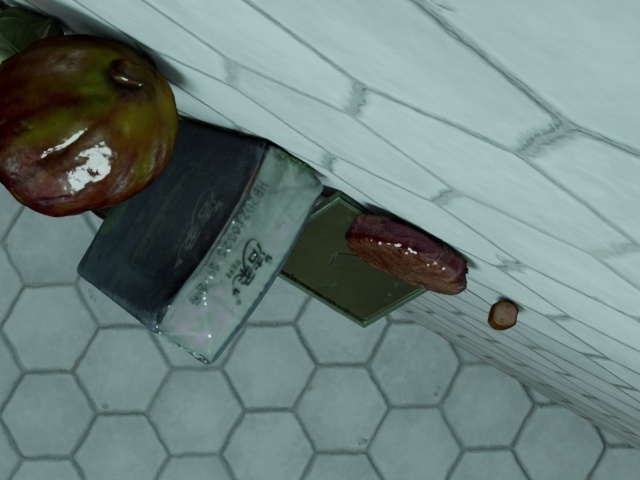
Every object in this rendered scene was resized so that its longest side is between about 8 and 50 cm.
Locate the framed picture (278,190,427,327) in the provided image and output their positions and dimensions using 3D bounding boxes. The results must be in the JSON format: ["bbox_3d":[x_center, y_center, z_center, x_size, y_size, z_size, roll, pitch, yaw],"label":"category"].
[{"bbox_3d":[0.045,0.033,1.819,0.250,0.184,0.016,31,-140,-35],"label":"framed picture"}]

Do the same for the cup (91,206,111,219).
[{"bbox_3d":[-0.342,-0.121,2.462,0.196,0.196,0.279,29,-176,10],"label":"cup"}]

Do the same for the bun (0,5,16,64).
[{"bbox_3d":[-0.460,-0.229,1.815,0.287,0.146,0.287,57,166,22],"label":"bun"}]

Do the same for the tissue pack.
[{"bbox_3d":[-0.180,-0.014,1.781,0.124,0.288,0.394,33,176,-28],"label":"tissue pack"}]

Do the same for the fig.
[{"bbox_3d":[-0.281,-0.138,1.508,0.263,0.224,0.224,18,169,42],"label":"fig"}]

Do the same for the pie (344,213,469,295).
[{"bbox_3d":[0.113,0.022,1.692,0.182,0.050,0.182,26,169,5],"label":"pie"}]

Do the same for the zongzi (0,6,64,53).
[{"bbox_3d":[-0.385,-0.292,1.655,0.154,0.062,0.130,45,158,16],"label":"zongzi"}]

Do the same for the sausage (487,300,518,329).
[{"bbox_3d":[0.270,0.112,1.901,0.039,0.041,0.131,8,174,5],"label":"sausage"}]
